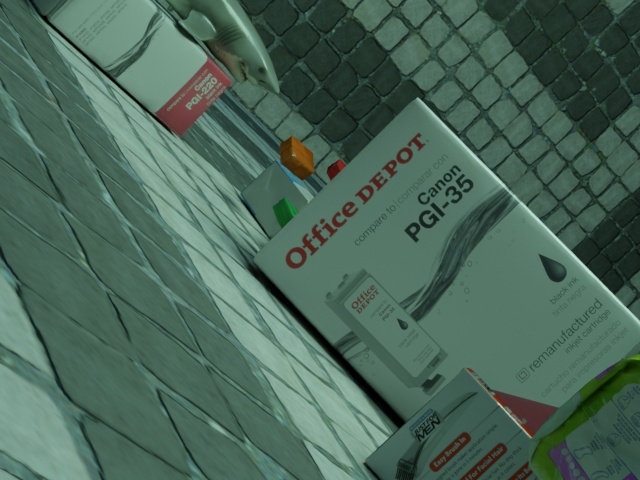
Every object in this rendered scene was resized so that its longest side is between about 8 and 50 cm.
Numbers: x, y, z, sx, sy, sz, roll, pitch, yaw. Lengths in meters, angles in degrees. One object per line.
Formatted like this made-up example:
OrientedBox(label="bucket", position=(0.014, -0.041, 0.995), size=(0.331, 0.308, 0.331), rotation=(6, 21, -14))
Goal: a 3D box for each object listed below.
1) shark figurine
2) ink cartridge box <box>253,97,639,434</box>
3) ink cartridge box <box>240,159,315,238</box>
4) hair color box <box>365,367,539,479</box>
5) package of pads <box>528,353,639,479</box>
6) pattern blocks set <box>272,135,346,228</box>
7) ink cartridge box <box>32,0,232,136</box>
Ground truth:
OrientedBox(label="shark figurine", position=(-0.132, -0.289, 1.445), size=(0.166, 0.116, 0.278), rotation=(50, 4, 41))
OrientedBox(label="ink cartridge box", position=(0.108, 0.047, 1.186), size=(0.283, 0.207, 0.117), rotation=(46, 2, 4))
OrientedBox(label="ink cartridge box", position=(0.000, 0.000, 1.544), size=(0.181, 0.061, 0.104), rotation=(43, 7, -38))
OrientedBox(label="hair color box", position=(0.121, 0.174, 0.884), size=(0.167, 0.093, 0.053), rotation=(47, 4, 11))
OrientedBox(label="package of pads", position=(0.269, 0.199, 0.821), size=(0.296, 0.101, 0.229), rotation=(50, 16, 15))
OrientedBox(label="pattern blocks set", position=(0.037, 0.020, 1.415), size=(0.285, 0.026, 0.325), rotation=(62, 16, 12))
OrientedBox(label="ink cartridge box", position=(-0.216, -0.235, 1.472), size=(0.218, 0.092, 0.158), rotation=(40, 7, -41))
